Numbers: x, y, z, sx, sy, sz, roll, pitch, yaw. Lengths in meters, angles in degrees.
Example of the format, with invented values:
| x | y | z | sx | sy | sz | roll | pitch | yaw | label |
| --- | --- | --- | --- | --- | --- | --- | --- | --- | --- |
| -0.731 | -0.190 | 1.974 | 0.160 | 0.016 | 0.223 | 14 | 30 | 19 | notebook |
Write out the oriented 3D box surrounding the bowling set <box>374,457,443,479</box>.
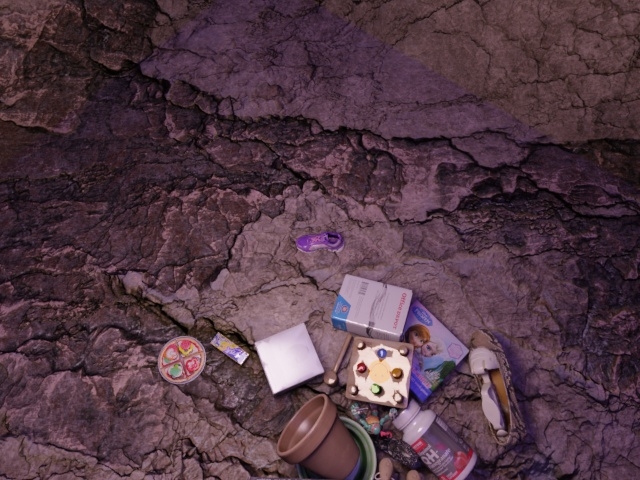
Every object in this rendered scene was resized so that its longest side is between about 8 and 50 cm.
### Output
| x | y | z | sx | sy | sz | roll | pitch | yaw | label |
| --- | --- | --- | --- | --- | --- | --- | --- | --- | --- |
| 0.322 | 0.966 | 1.646 | 0.286 | 0.154 | 0.200 | 16 | 108 | 9 | bowling set |

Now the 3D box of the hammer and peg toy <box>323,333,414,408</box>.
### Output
| x | y | z | sx | sy | sz | roll | pitch | yaw | label |
| --- | --- | --- | --- | --- | --- | --- | --- | --- | --- |
| 0.192 | 0.522 | 1.830 | 0.360 | 0.127 | 0.266 | 4 | 68 | 20 | hammer and peg toy |

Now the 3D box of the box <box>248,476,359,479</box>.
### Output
| x | y | z | sx | sy | sz | roll | pitch | yaw | label |
| --- | --- | --- | --- | --- | --- | --- | --- | --- | --- |
| -0.048 | 0.966 | 1.559 | 0.394 | 0.319 | 0.097 | 0 | 27 | 4 | box |

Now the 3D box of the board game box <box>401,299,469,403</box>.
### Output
| x | y | z | sx | sy | sz | roll | pitch | yaw | label |
| --- | --- | --- | --- | --- | --- | --- | --- | --- | --- |
| 0.430 | 0.481 | 1.962 | 0.318 | 0.066 | 0.318 | -40 | 74 | -19 | board game box |

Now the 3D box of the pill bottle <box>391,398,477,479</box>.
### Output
| x | y | z | sx | sy | sz | roll | pitch | yaw | label |
| --- | --- | --- | --- | --- | --- | --- | --- | --- | --- |
| 0.439 | 0.790 | 1.764 | 0.318 | 0.176 | 0.176 | 43 | 70 | 14 | pill bottle |

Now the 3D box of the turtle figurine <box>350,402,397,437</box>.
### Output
| x | y | z | sx | sy | sz | roll | pitch | yaw | label |
| --- | --- | --- | --- | --- | --- | --- | --- | --- | --- |
| 0.201 | 0.699 | 1.756 | 0.175 | 0.234 | 0.118 | 9 | 86 | -8 | turtle figurine |

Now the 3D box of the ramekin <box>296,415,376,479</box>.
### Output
| x | y | z | sx | sy | sz | roll | pitch | yaw | label |
| --- | --- | --- | --- | --- | --- | --- | --- | --- | --- |
| 0.055 | 0.846 | 1.726 | 0.303 | 0.148 | 0.304 | 2 | 66 | -3 | ramekin |

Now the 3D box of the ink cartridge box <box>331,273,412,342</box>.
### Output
| x | y | z | sx | sy | sz | roll | pitch | yaw | label |
| --- | --- | --- | --- | --- | --- | --- | --- | --- | --- |
| 0.228 | 0.303 | 1.953 | 0.307 | 0.129 | 0.223 | 13 | 59 | 17 | ink cartridge box |

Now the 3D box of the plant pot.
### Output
| x | y | z | sx | sy | sz | roll | pitch | yaw | label |
| --- | --- | --- | --- | --- | --- | --- | --- | --- | --- |
| 0.009 | 0.723 | 1.584 | 0.229 | 0.263 | 0.263 | 46 | 69 | -5 | plant pot |

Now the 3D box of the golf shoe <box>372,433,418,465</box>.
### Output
| x | y | z | sx | sy | sz | roll | pitch | yaw | label |
| --- | --- | --- | --- | --- | --- | --- | --- | --- | --- |
| 0.304 | 0.820 | 1.750 | 0.198 | 0.094 | 0.077 | 16 | 66 | 41 | golf shoe |

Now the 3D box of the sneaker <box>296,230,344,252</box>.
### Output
| x | y | z | sx | sy | sz | roll | pitch | yaw | label |
| --- | --- | --- | --- | --- | --- | --- | --- | --- | --- |
| 0.000 | 0.000 | 2.130 | 0.236 | 0.105 | 0.095 | -1 | 67 | -3 | sneaker |

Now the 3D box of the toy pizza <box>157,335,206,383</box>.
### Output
| x | y | z | sx | sy | sz | roll | pitch | yaw | label |
| --- | --- | --- | --- | --- | --- | --- | --- | --- | --- |
| -0.591 | 0.506 | 1.898 | 0.201 | 0.032 | 0.202 | 2 | 66 | -3 | toy pizza |

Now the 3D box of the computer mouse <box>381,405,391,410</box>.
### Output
| x | y | z | sx | sy | sz | roll | pitch | yaw | label |
| --- | --- | --- | --- | --- | --- | --- | --- | --- | --- |
| 0.270 | 0.617 | 1.903 | 0.105 | 0.042 | 0.193 | -22 | 69 | -12 | computer mouse |

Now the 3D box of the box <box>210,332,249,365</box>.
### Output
| x | y | z | sx | sy | sz | roll | pitch | yaw | label |
| --- | --- | --- | --- | --- | --- | --- | --- | --- | --- |
| -0.388 | 0.470 | 1.917 | 0.168 | 0.054 | 0.059 | 32 | 68 | 10 | box |

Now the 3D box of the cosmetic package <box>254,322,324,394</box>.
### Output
| x | y | z | sx | sy | sz | roll | pitch | yaw | label |
| --- | --- | --- | --- | --- | --- | --- | --- | --- | --- |
| -0.133 | 0.502 | 1.874 | 0.224 | 0.138 | 0.224 | -19 | 69 | -14 | cosmetic package |

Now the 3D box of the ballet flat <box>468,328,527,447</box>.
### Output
| x | y | z | sx | sy | sz | roll | pitch | yaw | label |
| --- | --- | --- | --- | --- | --- | --- | --- | --- | --- |
| 0.717 | 0.606 | 1.858 | 0.181 | 0.164 | 0.483 | 9 | 61 | -42 | ballet flat |
